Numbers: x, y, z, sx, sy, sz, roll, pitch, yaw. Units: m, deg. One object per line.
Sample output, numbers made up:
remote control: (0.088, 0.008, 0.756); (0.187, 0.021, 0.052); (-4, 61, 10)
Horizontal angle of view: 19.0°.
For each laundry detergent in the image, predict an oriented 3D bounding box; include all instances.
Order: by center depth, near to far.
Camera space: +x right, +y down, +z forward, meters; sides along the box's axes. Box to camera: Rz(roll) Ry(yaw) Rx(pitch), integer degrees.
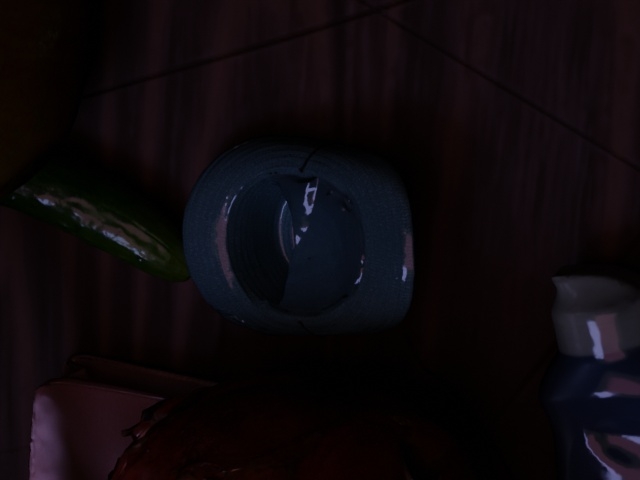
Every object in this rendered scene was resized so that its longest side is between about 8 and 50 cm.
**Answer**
laundry detergent: (0.219, 0.153, 1.262); (0.143, 0.094, 0.290); (-11, 102, 22)

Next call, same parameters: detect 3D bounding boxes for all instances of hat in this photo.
hat: (0.000, 0.000, 1.294); (0.191, 0.078, 0.138); (7, 99, 33)

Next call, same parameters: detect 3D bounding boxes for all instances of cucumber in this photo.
cucumber: (-0.196, -0.040, 1.345); (0.250, 0.056, 0.056); (25, 110, 6)

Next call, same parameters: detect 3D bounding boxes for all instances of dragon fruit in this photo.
dragon fruit: (-0.013, 0.228, 1.227); (0.295, 0.302, 0.296); (0, 116, -1)

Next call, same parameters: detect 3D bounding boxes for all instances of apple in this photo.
apple: (-0.253, -0.135, 1.250); (0.237, 0.207, 0.237); (6, 101, 32)

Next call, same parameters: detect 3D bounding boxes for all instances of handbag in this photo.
handbag: (-0.134, 0.198, 1.392); (0.157, 0.059, 0.212); (9, 109, 14)
